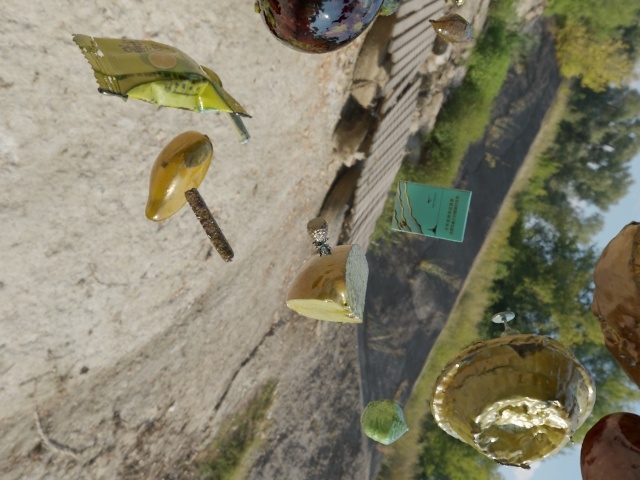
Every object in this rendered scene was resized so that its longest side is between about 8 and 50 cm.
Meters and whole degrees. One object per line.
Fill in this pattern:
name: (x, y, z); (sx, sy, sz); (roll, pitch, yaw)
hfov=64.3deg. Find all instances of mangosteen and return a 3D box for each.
mangosteen: (0.027, -0.409, 0.783); (0.289, 0.231, 0.231); (-16, 139, -36)

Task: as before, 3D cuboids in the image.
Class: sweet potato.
sweet potato: (0.350, -0.524, 1.276); (0.226, 0.068, 0.068); (-9, 129, -48)

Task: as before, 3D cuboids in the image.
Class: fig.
fig: (0.460, 0.370, 0.739); (0.175, 0.175, 0.207); (-22, 130, -69)

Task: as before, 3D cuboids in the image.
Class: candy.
candy: (-0.285, -0.302, 0.943); (0.297, 0.187, 0.081); (-1, 136, -47)

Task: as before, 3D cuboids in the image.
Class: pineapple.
pineapple: (0.000, 0.000, 1.274); (0.058, 0.058, 0.124); (-52, 145, -34)

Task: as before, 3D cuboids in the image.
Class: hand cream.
hand cream: (-0.257, -0.356, 1.519); (0.061, 0.039, 0.143); (-46, 115, -49)

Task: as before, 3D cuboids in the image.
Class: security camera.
security camera: (0.457, 0.225, 1.238); (0.058, 0.058, 0.092); (95, -10, -59)

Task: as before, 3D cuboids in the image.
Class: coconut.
coconut: (0.128, 0.359, 1.012); (0.088, 0.096, 0.087); (12, 90, -77)

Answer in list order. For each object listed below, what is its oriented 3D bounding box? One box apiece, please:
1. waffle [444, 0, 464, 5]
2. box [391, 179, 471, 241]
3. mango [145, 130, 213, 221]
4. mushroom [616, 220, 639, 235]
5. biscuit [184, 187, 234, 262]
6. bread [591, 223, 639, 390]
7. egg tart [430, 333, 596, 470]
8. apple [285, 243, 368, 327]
waffle: (0.247, -0.635, 1.080); (0.051, 0.231, 0.228); (-33, 152, -8)
box: (0.349, -0.096, 1.614); (0.041, 0.229, 0.162); (-26, 124, -66)
mango: (-0.372, -0.168, 1.310); (0.262, 0.109, 0.157); (-52, 173, 9)
mushroom: (0.851, 0.058, 1.293); (0.212, 0.217, 0.292); (-33, 138, -40)
biscuit: (-0.266, -0.036, 1.226); (0.034, 0.199, 0.064); (-29, -166, -5)
bread: (0.534, 0.127, 0.749); (0.194, 0.340, 0.179); (-27, 170, -4)
egg tart: (0.344, 0.297, 0.905); (0.115, 0.290, 0.290); (-82, -167, -63)
apple: (0.040, 0.152, 1.664); (0.314, 0.252, 0.309); (-39, 147, 0)
